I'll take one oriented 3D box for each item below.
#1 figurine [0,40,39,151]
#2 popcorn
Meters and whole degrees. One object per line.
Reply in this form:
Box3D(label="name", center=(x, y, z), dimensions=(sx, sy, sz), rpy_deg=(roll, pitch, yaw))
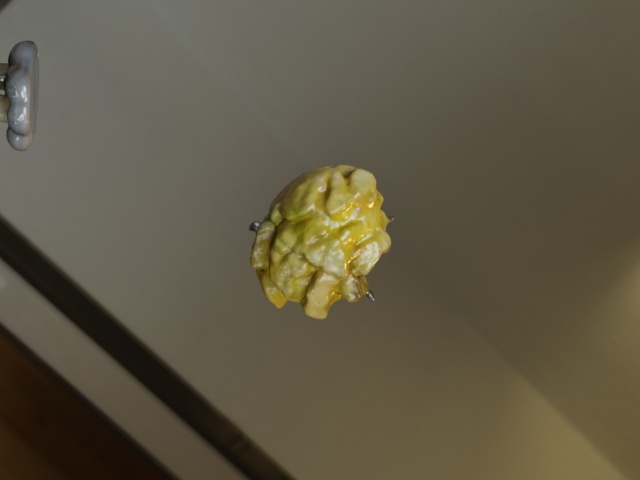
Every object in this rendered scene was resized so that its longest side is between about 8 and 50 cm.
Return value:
Box3D(label="figurine", center=(-0.453, -0.135, 1.223), dimensions=(0.166, 0.386, 0.207), rpy_deg=(95, -6, -49))
Box3D(label="popcorn", center=(0.000, 0.000, 1.358), dimensions=(0.167, 0.152, 0.148), rpy_deg=(127, -19, -47))
